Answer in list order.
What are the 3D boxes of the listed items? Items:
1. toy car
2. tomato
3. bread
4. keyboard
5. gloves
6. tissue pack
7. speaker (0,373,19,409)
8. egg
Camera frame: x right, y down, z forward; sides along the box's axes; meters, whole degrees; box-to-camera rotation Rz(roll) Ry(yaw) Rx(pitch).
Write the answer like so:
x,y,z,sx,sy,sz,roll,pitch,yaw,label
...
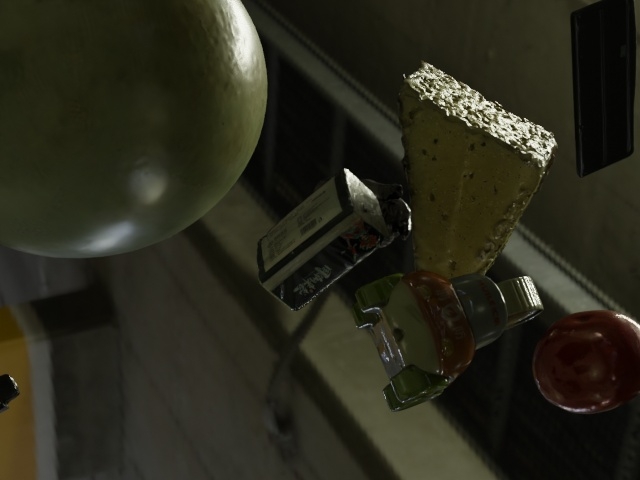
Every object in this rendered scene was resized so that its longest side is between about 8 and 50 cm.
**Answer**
x,y,z,sx,sy,sz,roll,pitch,yaw,label
0.162,0.097,1.493,0.145,0.235,0.235,68,-26,11,toy car
0.421,0.183,1.919,0.195,0.195,0.136,6,-68,64,tomato
0.159,-0.065,1.744,0.279,0.248,0.315,39,-71,-1,bread
0.377,-0.244,1.647,0.041,0.104,0.381,56,-16,41,keyboard
0.081,-0.055,2.219,0.285,0.119,0.142,-140,-126,-60,gloves
-0.001,0.000,1.637,0.170,0.090,0.103,-37,-145,21,tissue pack
-0.602,0.195,1.819,0.232,0.254,0.184,61,-16,0,speaker
-0.172,-0.093,0.896,0.295,0.218,0.218,-24,-103,36,egg
